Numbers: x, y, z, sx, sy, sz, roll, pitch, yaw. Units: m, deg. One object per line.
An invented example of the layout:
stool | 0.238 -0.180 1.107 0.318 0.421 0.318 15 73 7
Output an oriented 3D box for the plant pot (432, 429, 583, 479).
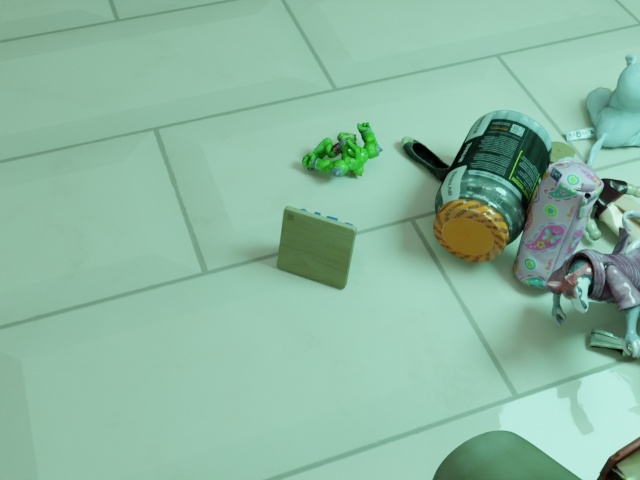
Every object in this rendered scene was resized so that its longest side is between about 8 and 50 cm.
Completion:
plant pot | 0.326 0.468 1.257 0.323 0.323 0.280 -15 36 -15

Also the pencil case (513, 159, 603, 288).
pencil case | 0.500 -0.030 1.665 0.124 0.284 0.124 7 36 -5

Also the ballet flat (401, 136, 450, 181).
ballet flat | 0.268 -0.212 1.961 0.057 0.049 0.173 -30 57 -25

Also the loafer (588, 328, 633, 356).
loafer | 0.617 0.222 1.621 0.125 0.045 0.039 19 68 21

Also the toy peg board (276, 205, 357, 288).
toy peg board | 0.000 0.000 1.712 0.161 0.160 0.079 17 36 12

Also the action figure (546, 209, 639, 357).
action figure | 0.597 0.071 1.565 0.370 0.275 0.248 8 9 -40

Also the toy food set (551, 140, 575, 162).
toy food set | 0.605 -0.223 2.003 0.083 0.020 0.083 21 53 15

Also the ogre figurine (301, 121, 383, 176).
ogre figurine | 0.063 -0.215 1.928 0.197 0.096 0.118 -15 40 -28

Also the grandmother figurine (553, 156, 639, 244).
grandmother figurine | 0.683 -0.081 1.839 0.208 0.104 0.342 -30 59 -35

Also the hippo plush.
hippo plush | 0.782 -0.370 1.992 0.294 0.236 0.234 -12 52 -12

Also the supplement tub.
supplement tub | 0.389 -0.124 1.789 0.207 0.207 0.338 21 52 15

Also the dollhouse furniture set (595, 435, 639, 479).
dollhouse furniture set | 0.697 0.396 1.368 0.374 0.152 0.201 -26 55 -12
